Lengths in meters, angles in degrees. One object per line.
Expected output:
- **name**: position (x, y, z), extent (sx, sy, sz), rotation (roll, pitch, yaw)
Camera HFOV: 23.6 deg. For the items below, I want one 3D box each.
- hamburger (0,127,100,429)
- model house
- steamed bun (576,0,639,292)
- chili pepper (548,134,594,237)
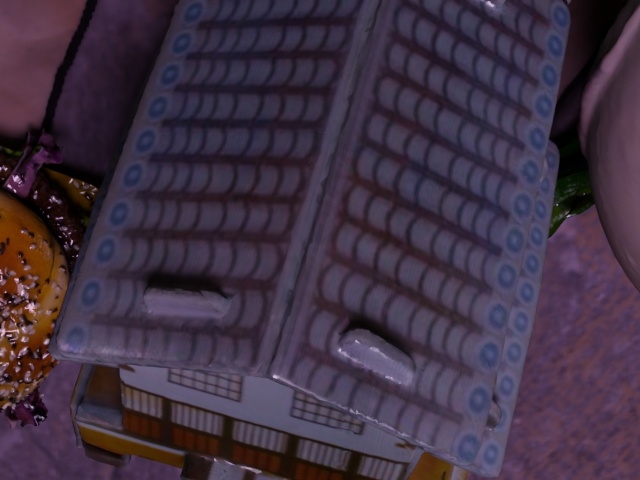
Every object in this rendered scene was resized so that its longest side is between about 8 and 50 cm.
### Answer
- **hamburger**: position (-0.184, 0.026, 0.762), extent (0.189, 0.093, 0.164), rotation (5, 119, -21)
- **model house**: position (0.000, 0.000, 0.672), extent (0.198, 0.224, 0.215), rotation (17, 152, 1)
- **steamed bun**: position (0.308, -0.065, 0.679), extent (0.374, 0.241, 0.374), rotation (-27, 158, -12)
- **chili pepper**: position (0.084, 0.040, 0.862), extent (0.122, 0.065, 0.279), rotation (23, 108, -23)
